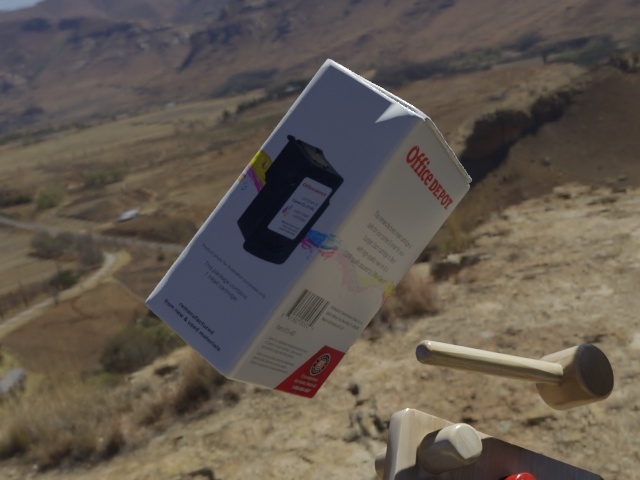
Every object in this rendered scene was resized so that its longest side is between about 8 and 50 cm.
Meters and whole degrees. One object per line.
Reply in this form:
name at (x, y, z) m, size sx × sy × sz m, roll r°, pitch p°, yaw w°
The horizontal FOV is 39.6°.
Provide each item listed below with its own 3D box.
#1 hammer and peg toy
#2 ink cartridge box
hammer and peg toy at (0.159, 0.256, 0.820) m, size 0.266 × 0.361 × 0.127 m, roll 22°, pitch -31°, yaw -22°
ink cartridge box at (0.000, 0.000, 0.532) m, size 0.072 × 0.175 × 0.127 m, roll 37°, pitch 0°, yaw 26°
